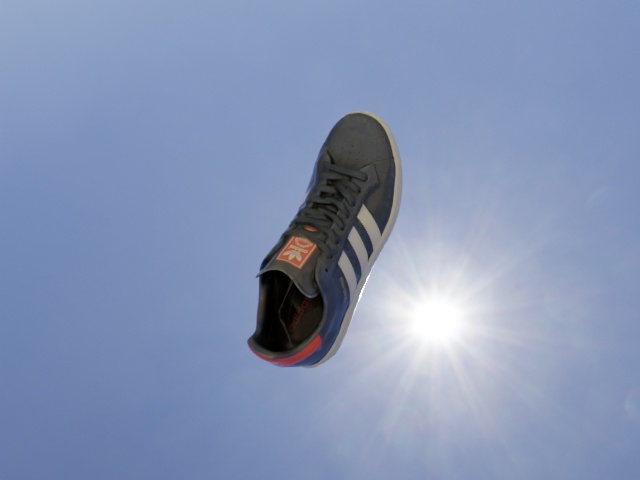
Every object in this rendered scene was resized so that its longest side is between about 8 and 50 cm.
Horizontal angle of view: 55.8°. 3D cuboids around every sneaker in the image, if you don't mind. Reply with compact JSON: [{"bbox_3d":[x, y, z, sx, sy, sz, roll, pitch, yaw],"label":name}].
[{"bbox_3d":[0.000,0.000,0.763,0.131,0.148,0.349,16,-86,29],"label":"sneaker"}]
